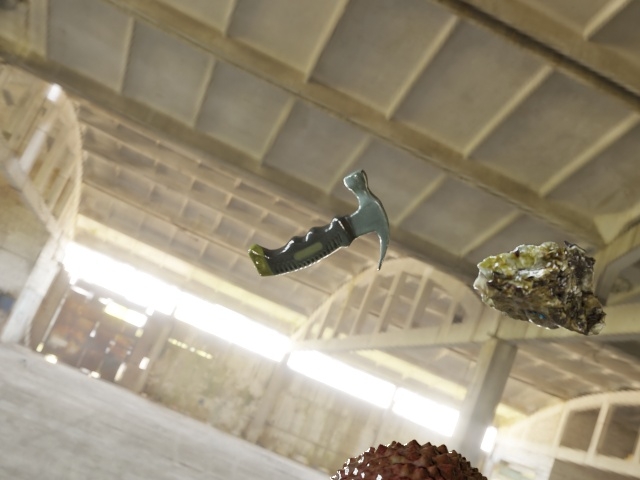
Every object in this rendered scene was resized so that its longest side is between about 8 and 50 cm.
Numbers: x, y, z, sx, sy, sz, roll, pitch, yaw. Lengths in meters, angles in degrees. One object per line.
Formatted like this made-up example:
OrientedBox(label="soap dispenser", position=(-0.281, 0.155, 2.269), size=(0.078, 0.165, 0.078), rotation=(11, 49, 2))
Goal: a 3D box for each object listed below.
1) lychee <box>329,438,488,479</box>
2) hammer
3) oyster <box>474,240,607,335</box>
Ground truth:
OrientedBox(label="lychee", position=(0.140, 0.446, 1.152), size=(0.306, 0.305, 0.330), rotation=(16, 13, 28))
OrientedBox(label="hammer", position=(0.000, 0.000, 1.239), size=(0.041, 0.227, 0.158), rotation=(-69, 136, -81))
OrientedBox(label="oyster", position=(0.406, 0.097, 1.439), size=(0.223, 0.083, 0.214), rotation=(-14, -59, 17))
